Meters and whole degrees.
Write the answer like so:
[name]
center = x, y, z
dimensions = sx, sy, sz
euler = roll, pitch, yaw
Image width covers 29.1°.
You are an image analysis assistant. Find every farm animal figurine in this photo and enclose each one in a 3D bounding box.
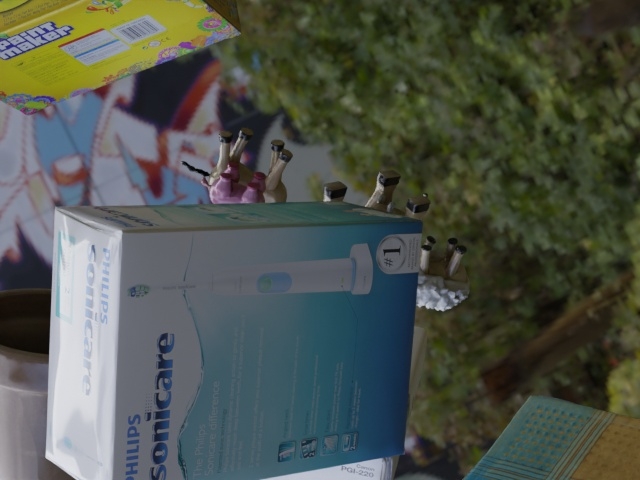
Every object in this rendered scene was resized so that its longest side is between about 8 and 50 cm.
[farm animal figurine]
center = 0.000, 0.000, 1.673
dimensions = 0.330, 0.326, 0.172
euler = -120, 37, -47

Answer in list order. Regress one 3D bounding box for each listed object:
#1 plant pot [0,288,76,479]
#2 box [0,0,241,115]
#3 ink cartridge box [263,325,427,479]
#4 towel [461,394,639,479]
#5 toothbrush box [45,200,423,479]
[plant pot]
center = -0.377, 0.216, 1.721
dimensions = 0.263, 0.263, 0.229
euler = -117, 33, -71
[box]
center = -0.271, -0.333, 1.368
dimensions = 0.177, 0.290, 0.279
euler = 32, -137, -63
[ink cartridge box]
center = 0.016, 0.173, 1.299
dimensions = 0.218, 0.158, 0.092
euler = -65, -16, -57
[towel]
center = 0.355, 0.332, 1.644
dimensions = 0.370, 0.271, 0.040
euler = 6, 133, 51
[toothbrush box]
center = -0.069, 0.082, 1.039
dimensions = 0.126, 0.295, 0.216
euler = 15, 105, 52
